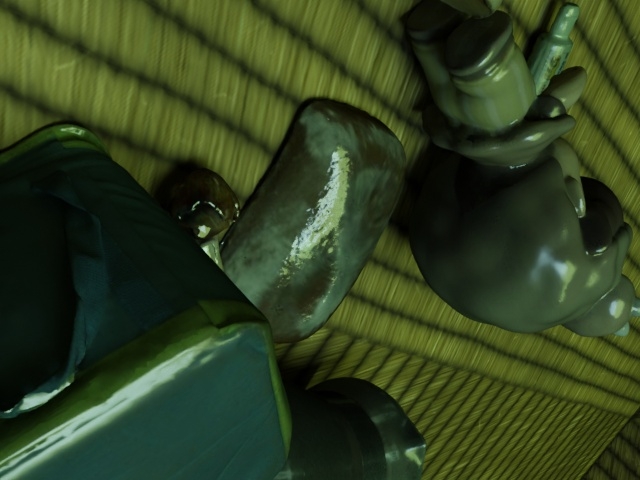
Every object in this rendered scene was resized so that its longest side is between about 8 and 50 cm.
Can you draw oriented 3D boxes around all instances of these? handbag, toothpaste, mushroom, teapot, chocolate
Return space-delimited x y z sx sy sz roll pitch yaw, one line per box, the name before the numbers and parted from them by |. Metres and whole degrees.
handbag | -0.178 0.089 0.511 0.263 0.241 0.222 -32 140 -17
toothpaste | 0.232 -0.146 0.872 0.067 0.037 0.255 -19 138 -40
mushroom | -0.087 0.024 0.664 0.060 0.061 0.187 -24 123 -19
teapot | -0.078 0.245 0.769 0.300 0.253 0.344 -25 157 27
chocolate | 0.000 0.001 0.737 0.157 0.080 0.254 14 112 -49

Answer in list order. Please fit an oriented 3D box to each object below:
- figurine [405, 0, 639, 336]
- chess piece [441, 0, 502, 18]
figurine | 0.184 -0.054 0.761 0.203 0.248 0.380 -45 131 -26
chess piece | 0.198 -0.368 0.582 0.397 0.117 0.117 -55 142 7
